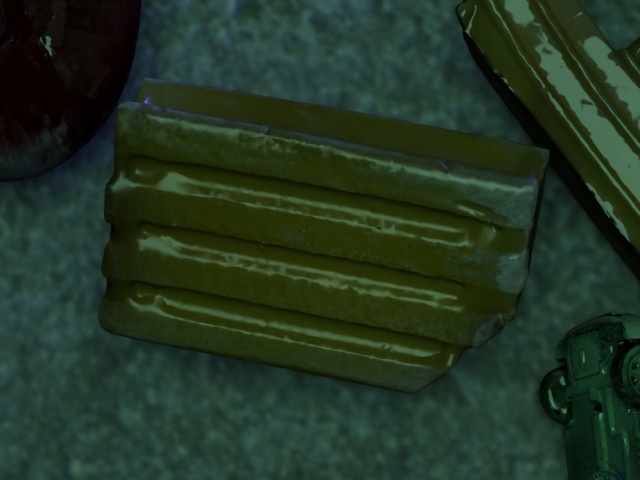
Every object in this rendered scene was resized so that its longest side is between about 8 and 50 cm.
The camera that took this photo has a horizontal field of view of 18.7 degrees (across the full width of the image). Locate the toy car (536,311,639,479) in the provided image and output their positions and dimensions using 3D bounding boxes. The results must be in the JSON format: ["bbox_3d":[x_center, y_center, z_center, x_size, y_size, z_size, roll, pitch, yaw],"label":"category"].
[{"bbox_3d":[0.178,0.150,1.044,0.076,0.090,0.224,-1,79,-22],"label":"toy car"}]

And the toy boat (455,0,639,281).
[{"bbox_3d":[0.195,-0.050,1.073,0.115,0.089,0.310,-36,80,2],"label":"toy boat"}]

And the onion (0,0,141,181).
[{"bbox_3d":[-0.151,-0.132,1.100,0.098,0.151,0.205,8,98,-8],"label":"onion"}]

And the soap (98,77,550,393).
[{"bbox_3d":[0.000,0.000,1.066,0.232,0.073,0.140,11,117,8],"label":"soap"}]
